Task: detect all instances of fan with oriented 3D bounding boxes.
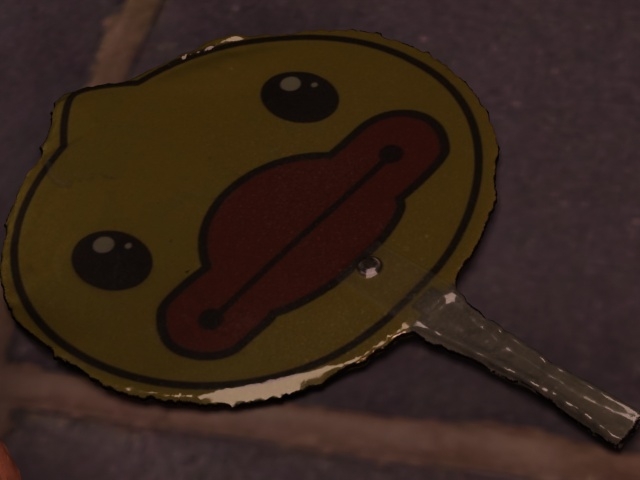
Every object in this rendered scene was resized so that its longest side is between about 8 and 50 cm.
[{"bbox_3d":[0.000,-0.001,0.807,0.335,0.011,0.229,30,61,30],"label":"fan"}]

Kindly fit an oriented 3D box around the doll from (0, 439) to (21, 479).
[{"bbox_3d":[-0.191,0.051,0.740,0.201,0.156,0.303,-47,23,22],"label":"doll"}]
